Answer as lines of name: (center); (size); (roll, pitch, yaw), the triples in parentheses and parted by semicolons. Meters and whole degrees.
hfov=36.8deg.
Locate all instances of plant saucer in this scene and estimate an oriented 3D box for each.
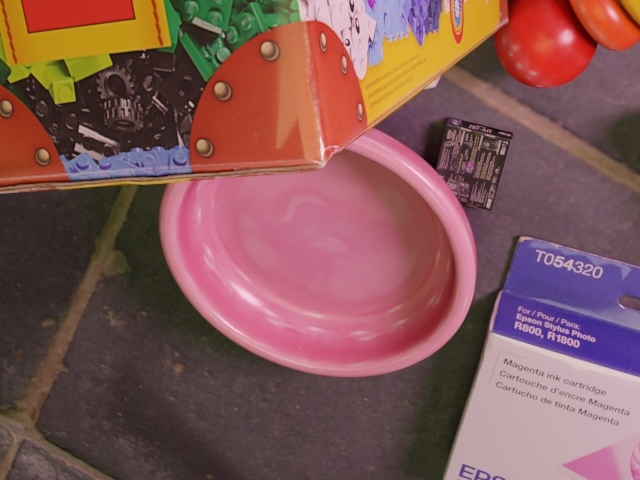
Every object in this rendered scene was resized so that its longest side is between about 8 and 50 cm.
plant saucer: (0.000, 0.000, 1.004); (0.332, 0.084, 0.332); (10, 131, 11)

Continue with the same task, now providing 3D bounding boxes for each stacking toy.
stacking toy: (0.285, -0.222, 0.772); (0.330, 0.141, 0.141); (-30, 107, 35)

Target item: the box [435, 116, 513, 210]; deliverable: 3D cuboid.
box: (0.151, -0.076, 0.966); (0.067, 0.018, 0.083); (15, 124, 9)

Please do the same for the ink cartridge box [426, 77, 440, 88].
ink cartridge box: (0.017, -0.188, 0.915); (0.181, 0.061, 0.104); (-7, 117, 21)

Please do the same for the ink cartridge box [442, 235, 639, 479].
ink cartridge box: (0.324, 0.185, 1.041); (0.324, 0.071, 0.330); (15, 125, 9)

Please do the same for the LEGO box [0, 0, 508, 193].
LEGO box: (-0.030, -0.274, 0.577); (0.193, 0.500, 0.372); (-2, 108, 20)
